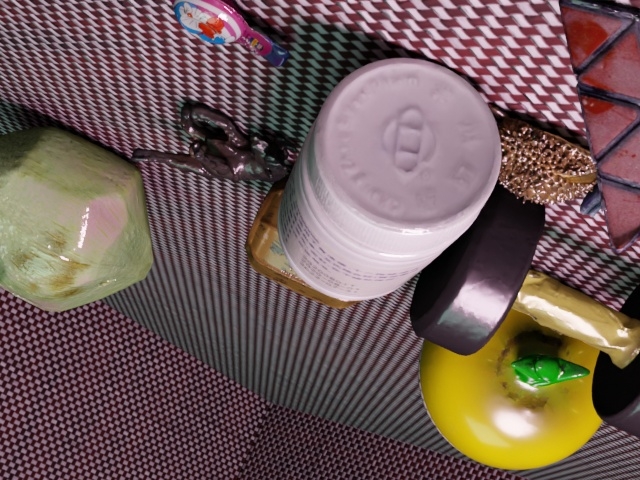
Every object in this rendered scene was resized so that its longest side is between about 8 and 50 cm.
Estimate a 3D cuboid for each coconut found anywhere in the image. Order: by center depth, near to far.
[{"bbox_3d":[-0.417,-0.031,1.946,0.329,0.281,0.328,5,128,6],"label":"coconut"}]

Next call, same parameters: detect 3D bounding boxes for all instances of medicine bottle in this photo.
[{"bbox_3d":[0.063,-0.054,1.286,0.190,0.189,0.332,25,165,-2],"label":"medicine bottle"}]

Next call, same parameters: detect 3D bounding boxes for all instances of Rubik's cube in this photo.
[{"bbox_3d":[0.280,-0.125,1.006,0.190,0.211,0.178,54,-168,12],"label":"Rubik's cube"}]

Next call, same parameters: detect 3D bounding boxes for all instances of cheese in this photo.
[{"bbox_3d":[-0.098,-0.224,1.246,0.145,0.038,0.095,28,165,-10],"label":"cheese"}]

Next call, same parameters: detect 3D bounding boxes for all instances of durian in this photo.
[{"bbox_3d":[0.215,-0.078,1.210,0.140,0.071,0.110,34,163,-14],"label":"durian"}]

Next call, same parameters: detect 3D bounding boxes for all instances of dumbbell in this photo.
[{"bbox_3d":[0.285,0.079,1.372,0.323,0.203,0.204,25,165,-6],"label":"dumbbell"}]

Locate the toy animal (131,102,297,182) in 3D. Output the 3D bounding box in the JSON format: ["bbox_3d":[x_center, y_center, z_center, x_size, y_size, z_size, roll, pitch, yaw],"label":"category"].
[{"bbox_3d":[-0.140,-0.113,1.604,0.148,0.084,0.233,34,159,-36],"label":"toy animal"}]

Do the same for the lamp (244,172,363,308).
[{"bbox_3d":[0.000,0.000,1.640,0.185,0.161,0.161,26,165,2],"label":"lamp"}]

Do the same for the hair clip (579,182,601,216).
[{"bbox_3d":[0.321,-0.059,1.168,0.083,0.048,0.275,24,169,-16],"label":"hair clip"}]

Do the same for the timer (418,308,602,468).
[{"bbox_3d":[0.270,0.174,1.580,0.285,0.285,0.285,23,165,7],"label":"timer"}]
